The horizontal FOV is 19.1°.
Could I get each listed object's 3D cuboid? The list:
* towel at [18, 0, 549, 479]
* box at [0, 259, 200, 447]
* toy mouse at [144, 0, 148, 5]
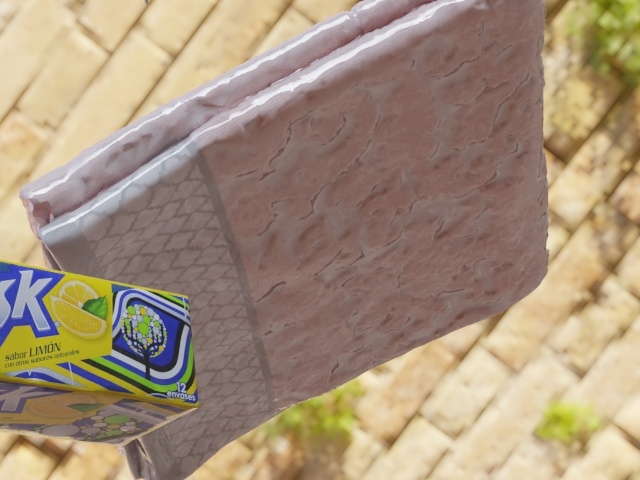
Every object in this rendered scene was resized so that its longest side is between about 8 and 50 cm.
[{"bbox_3d":[0.000,0.000,1.126,0.317,0.053,0.332,-29,-30,-11],"label":"towel"},{"bbox_3d":[-0.134,0.043,0.777,0.059,0.169,0.054,-30,59,41],"label":"box"},{"bbox_3d":[-0.193,-0.280,1.741,0.031,0.161,0.143,-40,-4,31],"label":"toy mouse"}]
